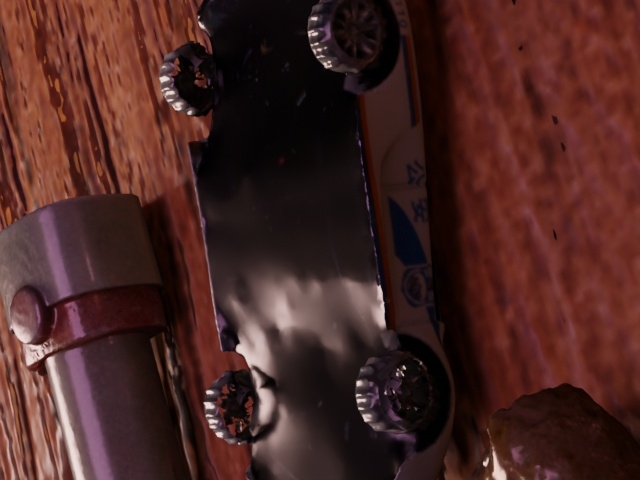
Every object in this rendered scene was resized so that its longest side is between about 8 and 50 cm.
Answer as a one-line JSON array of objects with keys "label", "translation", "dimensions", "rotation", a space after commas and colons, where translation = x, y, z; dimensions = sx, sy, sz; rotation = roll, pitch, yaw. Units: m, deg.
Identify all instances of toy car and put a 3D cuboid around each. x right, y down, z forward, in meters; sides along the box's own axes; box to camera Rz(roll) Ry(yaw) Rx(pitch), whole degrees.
[{"label": "toy car", "translation": [0.000, 0.000, 0.608], "dimensions": [0.095, 0.056, 0.205], "rotation": [-12, 86, 48]}]

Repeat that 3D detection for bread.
[{"label": "bread", "translation": [0.065, 0.102, 0.534], "dimensions": [0.113, 0.060, 0.082], "rotation": [-51, 55, 39]}]

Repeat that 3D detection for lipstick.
[{"label": "lipstick", "translation": [-0.079, 0.079, 0.703], "dimensions": [0.063, 0.057, 0.186], "rotation": [-29, 73, 45]}]
